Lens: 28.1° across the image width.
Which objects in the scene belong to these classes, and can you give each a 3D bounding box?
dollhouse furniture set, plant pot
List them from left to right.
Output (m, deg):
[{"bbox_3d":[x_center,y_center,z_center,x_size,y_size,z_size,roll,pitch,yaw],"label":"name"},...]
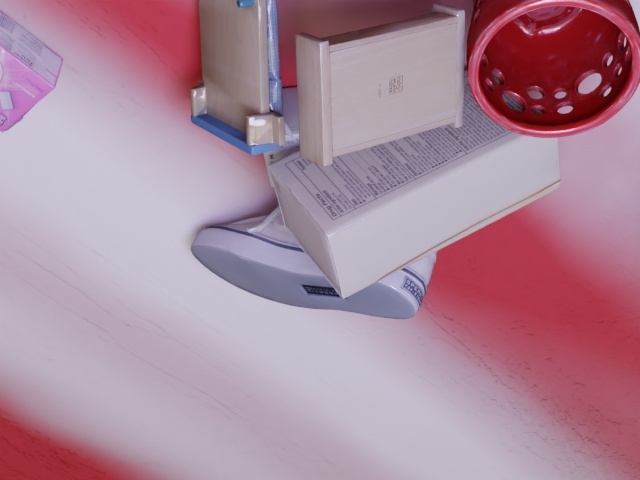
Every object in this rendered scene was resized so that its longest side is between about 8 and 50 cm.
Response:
[{"bbox_3d":[-0.010,-0.255,1.464,0.198,0.303,0.286,-19,120,-33],"label":"dollhouse furniture set"},{"bbox_3d":[0.256,-0.240,1.439,0.191,0.174,0.191,1,135,1],"label":"plant pot"}]

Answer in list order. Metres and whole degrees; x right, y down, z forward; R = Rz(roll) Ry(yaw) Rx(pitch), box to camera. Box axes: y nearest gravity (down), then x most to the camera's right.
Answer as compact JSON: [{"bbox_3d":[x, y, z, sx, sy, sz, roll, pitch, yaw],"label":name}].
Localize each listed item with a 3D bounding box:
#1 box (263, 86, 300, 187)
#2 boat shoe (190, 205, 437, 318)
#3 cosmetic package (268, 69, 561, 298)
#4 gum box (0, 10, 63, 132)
[{"bbox_3d":[-0.018,-0.133,1.604,0.101,0.102,0.087,-5,132,7],"label":"box"},{"bbox_3d":[-0.003,-0.005,1.713,0.367,0.156,0.136,6,148,38],"label":"boat shoe"},{"bbox_3d":[0.115,-0.077,1.527,0.309,0.160,0.113,-27,134,-12],"label":"cosmetic package"},{"bbox_3d":[-0.415,-0.224,1.555,0.107,0.062,0.188,-33,125,29],"label":"gum box"}]
